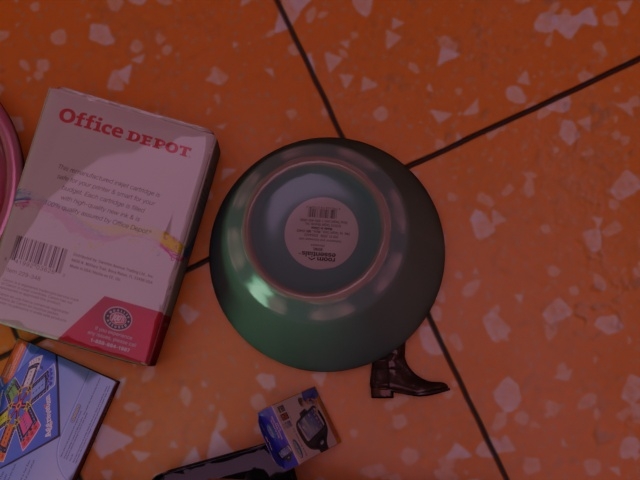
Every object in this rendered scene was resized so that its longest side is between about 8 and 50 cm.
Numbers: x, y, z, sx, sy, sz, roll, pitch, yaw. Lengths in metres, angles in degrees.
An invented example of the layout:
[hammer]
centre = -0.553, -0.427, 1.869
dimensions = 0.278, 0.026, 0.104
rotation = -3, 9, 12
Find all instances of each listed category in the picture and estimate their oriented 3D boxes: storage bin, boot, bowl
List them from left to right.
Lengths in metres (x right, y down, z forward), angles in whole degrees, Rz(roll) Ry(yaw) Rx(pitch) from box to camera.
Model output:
[storage bin]
centre = -0.115, 0.332, 1.674
dimensions = 0.180, 0.084, 0.122
rotation = -16, 83, -1
[bowl]
centre = 0.000, 0.000, 1.657
dimensions = 0.311, 0.163, 0.311
rotation = -1, 78, 6
[boot]
centre = 0.112, 0.145, 1.716
dimensions = 0.106, 0.037, 0.114
rotation = -2, 79, 0

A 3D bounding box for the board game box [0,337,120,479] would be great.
[board game box]
centre = -0.382, 0.283, 1.714
dimensions = 0.145, 0.027, 0.281
rotation = 23, 84, 2

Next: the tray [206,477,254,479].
[tray]
centre = 0.061, 0.400, 1.571
dimensions = 0.411, 0.076, 0.203
rotation = 6, 56, -15

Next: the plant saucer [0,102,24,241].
[plant saucer]
centre = -0.545, -0.075, 1.732
dimensions = 0.332, 0.084, 0.332
rotation = 0, 84, 2

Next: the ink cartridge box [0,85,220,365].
[ink cartridge box]
centre = -0.275, -0.013, 1.693
dimensions = 0.226, 0.131, 0.306
rotation = 17, 82, 1

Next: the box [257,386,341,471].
[box]
centre = -0.029, 0.236, 1.659
dimensions = 0.028, 0.136, 0.081
rotation = -29, 83, 24
